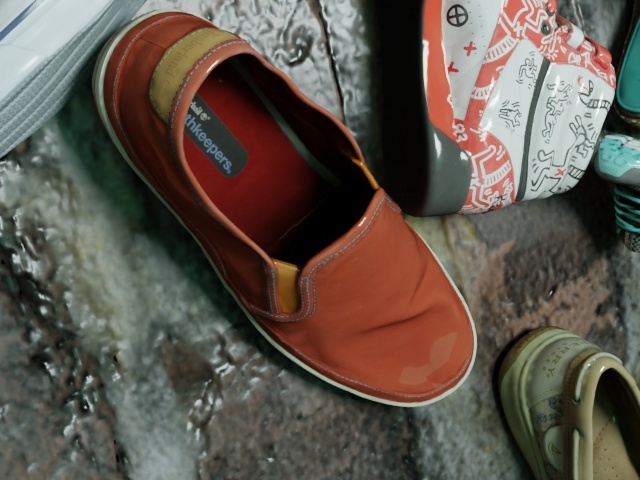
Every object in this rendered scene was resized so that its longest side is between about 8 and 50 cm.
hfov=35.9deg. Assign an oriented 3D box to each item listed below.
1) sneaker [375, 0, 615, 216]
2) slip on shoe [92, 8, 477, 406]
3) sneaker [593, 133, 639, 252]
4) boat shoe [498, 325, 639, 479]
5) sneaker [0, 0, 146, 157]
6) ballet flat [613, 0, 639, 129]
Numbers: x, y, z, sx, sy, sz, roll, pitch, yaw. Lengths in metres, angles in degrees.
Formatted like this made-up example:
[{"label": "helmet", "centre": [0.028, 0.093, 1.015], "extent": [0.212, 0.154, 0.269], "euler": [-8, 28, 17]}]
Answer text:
[{"label": "sneaker", "centre": [0.117, -0.153, 0.647], "extent": [0.145, 0.090, 0.270], "euler": [-6, 102, -24]}, {"label": "slip on shoe", "centre": [0.000, 0.000, 0.594], "extent": [0.123, 0.101, 0.331], "euler": [-49, 123, -13]}, {"label": "sneaker", "centre": [0.236, -0.027, 0.705], "extent": [0.166, 0.065, 0.076], "euler": [10, 104, -50]}, {"label": "boat shoe", "centre": [0.220, 0.198, 0.730], "extent": [0.104, 0.089, 0.285], "euler": [-35, 109, -17]}, {"label": "sneaker", "centre": [-0.154, -0.141, 0.539], "extent": [0.091, 0.094, 0.258], "euler": [38, 77, -1]}, {"label": "ballet flat", "centre": [0.269, -0.177, 0.733], "extent": [0.067, 0.073, 0.206], "euler": [20, 90, -51]}]
